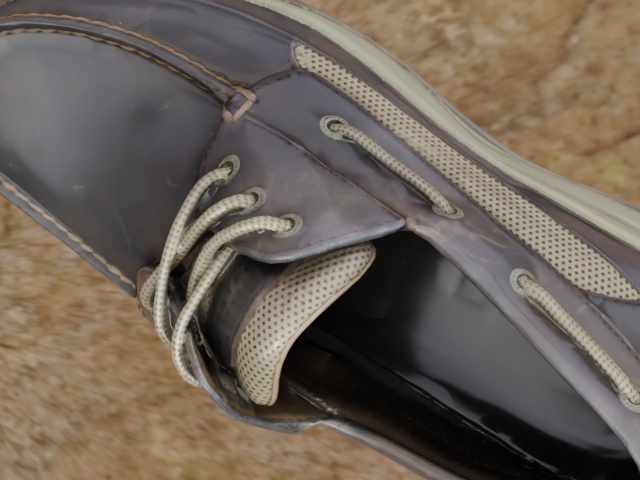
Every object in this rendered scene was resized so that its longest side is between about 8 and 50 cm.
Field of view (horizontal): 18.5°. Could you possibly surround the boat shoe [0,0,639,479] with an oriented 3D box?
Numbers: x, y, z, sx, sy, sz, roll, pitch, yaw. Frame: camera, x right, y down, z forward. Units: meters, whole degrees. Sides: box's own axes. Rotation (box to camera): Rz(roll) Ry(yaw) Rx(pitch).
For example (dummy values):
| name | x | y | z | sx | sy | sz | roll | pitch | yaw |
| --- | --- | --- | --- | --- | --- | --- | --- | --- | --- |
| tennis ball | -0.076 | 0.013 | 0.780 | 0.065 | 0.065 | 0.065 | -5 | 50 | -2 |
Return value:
| name | x | y | z | sx | sy | sz | roll | pitch | yaw |
| --- | --- | --- | --- | --- | --- | --- | --- | --- | --- |
| boat shoe | 0.000 | 0.000 | 0.752 | 0.355 | 0.130 | 0.132 | 24 | 117 | 12 |
